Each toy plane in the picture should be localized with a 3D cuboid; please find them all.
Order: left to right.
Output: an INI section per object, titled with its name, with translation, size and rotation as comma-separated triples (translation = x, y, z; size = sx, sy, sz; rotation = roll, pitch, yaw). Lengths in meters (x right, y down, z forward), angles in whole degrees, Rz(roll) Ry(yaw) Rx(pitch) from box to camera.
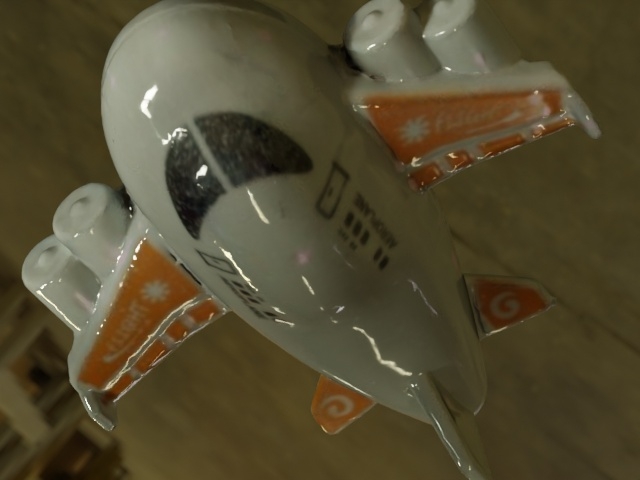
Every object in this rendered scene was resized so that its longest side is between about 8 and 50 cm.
[toy plane]
translation = 0.000, 0.000, 0.746
size = 0.245, 0.244, 0.117
rotation = 52, -165, -36
